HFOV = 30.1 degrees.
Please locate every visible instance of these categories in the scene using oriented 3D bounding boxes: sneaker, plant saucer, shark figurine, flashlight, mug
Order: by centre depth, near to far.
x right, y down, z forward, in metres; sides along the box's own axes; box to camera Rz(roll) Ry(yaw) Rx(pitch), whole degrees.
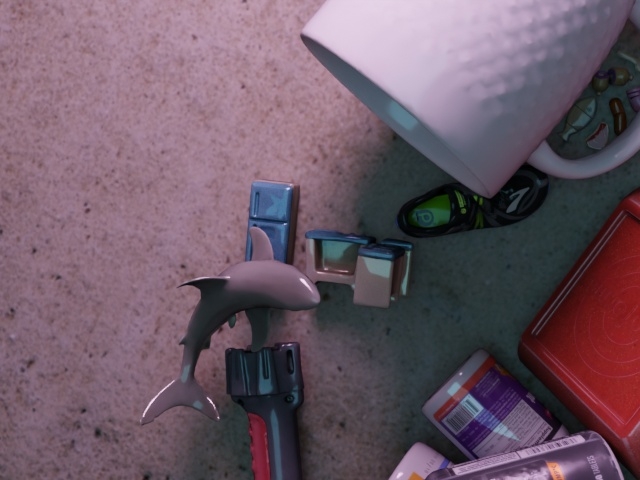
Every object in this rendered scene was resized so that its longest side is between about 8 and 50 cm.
[{"bbox_3d":[0.222,-0.227,1.294,0.374,0.276,0.328,40,92,-13],"label":"mug"},{"bbox_3d":[0.343,0.087,1.298,0.048,0.258,0.259,26,104,-35],"label":"plant saucer"},{"bbox_3d":[0.178,-0.040,1.398,0.188,0.078,0.067,-15,90,13],"label":"sneaker"},{"bbox_3d":[-0.132,0.087,1.406,0.278,0.116,0.166,-45,53,29],"label":"shark figurine"},{"bbox_3d":[-0.071,0.282,1.475,0.103,0.103,0.304,-6,89,-30],"label":"flashlight"}]

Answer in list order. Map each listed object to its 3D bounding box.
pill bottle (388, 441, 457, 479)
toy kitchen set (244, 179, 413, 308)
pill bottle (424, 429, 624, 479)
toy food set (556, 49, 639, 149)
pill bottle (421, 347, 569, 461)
[{"bbox_3d":[0.184,0.370,1.387,0.272,0.152,0.152,33,100,10],"label":"pill bottle"},{"bbox_3d":[0.000,0.000,1.398,0.207,0.166,0.122,6,96,13],"label":"toy kitchen set"},{"bbox_3d":[0.194,0.293,1.264,0.245,0.130,0.130,-14,90,-5],"label":"pill bottle"},{"bbox_3d":[0.338,-0.156,1.382,0.078,0.019,0.122,32,100,10],"label":"toy food set"},{"bbox_3d":[0.221,0.228,1.391,0.193,0.108,0.108,44,102,7],"label":"pill bottle"}]
